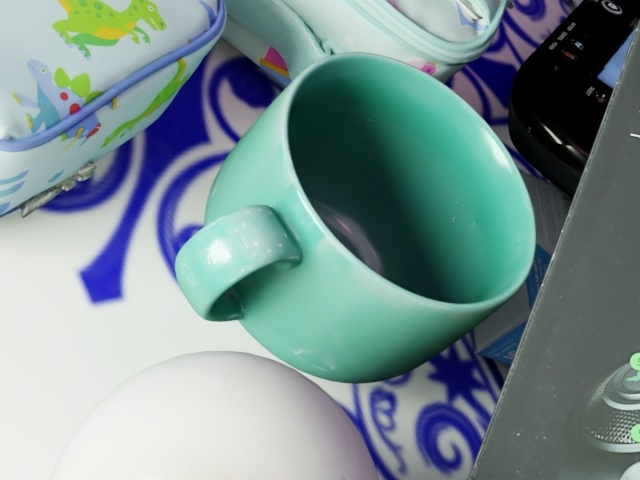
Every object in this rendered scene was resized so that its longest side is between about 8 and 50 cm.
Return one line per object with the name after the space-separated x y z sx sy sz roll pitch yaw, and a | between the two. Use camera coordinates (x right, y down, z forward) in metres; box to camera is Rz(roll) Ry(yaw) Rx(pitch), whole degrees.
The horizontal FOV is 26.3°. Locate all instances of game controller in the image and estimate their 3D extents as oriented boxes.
0.214 -0.084 0.780 0.166 0.067 0.319 43 37 1 | game controller

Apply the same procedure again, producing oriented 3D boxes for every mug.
0.003 -0.006 0.597 0.158 0.097 0.129 17 51 -27 | mug

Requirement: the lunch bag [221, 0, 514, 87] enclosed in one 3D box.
-0.011 -0.194 0.716 0.279 0.108 0.224 36 44 -11 | lunch bag

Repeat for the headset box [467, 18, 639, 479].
0.199 0.080 0.519 0.246 0.131 0.283 16 71 19 | headset box

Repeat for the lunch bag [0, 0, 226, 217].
-0.156 -0.120 0.562 0.219 0.090 0.176 47 44 0 | lunch bag

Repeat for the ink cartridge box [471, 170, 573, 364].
0.137 0.026 0.710 0.122 0.052 0.088 17 50 -26 | ink cartridge box

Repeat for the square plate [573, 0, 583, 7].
0.261 -0.298 1.049 0.344 0.049 0.347 0 60 -39 | square plate

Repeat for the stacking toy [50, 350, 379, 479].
-0.069 0.175 0.319 0.350 0.350 0.480 35 26 -12 | stacking toy
